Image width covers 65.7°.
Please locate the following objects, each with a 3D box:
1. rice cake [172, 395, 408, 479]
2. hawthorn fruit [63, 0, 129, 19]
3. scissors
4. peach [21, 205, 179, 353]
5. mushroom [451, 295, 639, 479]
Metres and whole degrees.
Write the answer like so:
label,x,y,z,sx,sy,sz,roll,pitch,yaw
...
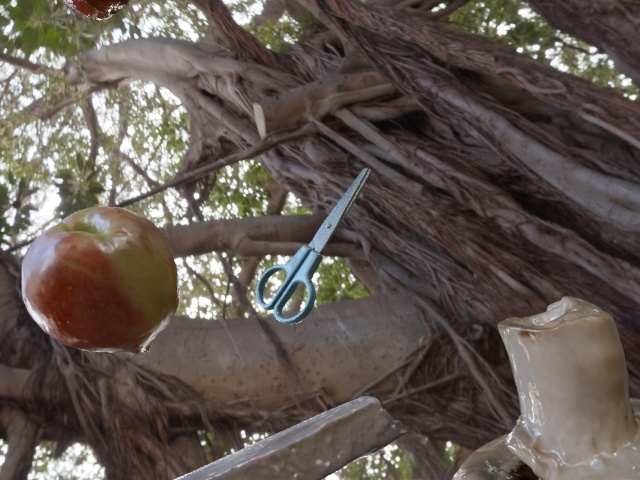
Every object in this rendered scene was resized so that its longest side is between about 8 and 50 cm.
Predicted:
label,x,y,z,sx,sy,sz,roll,pitch,yaw
rice cake,-0.082,0.250,0.515,0.399,0.064,0.070,-11,-18,-32
hawthorn fruit,-0.367,-0.417,0.796,0.128,0.128,0.128,-14,-53,-19
scissors,0.000,0.000,1.254,0.447,0.193,0.029,-56,-43,-4
peach,-0.337,0.077,0.807,0.232,0.232,0.256,-21,-58,-14
mushroom,0.252,0.216,0.509,0.293,0.290,0.292,-21,-6,-2
